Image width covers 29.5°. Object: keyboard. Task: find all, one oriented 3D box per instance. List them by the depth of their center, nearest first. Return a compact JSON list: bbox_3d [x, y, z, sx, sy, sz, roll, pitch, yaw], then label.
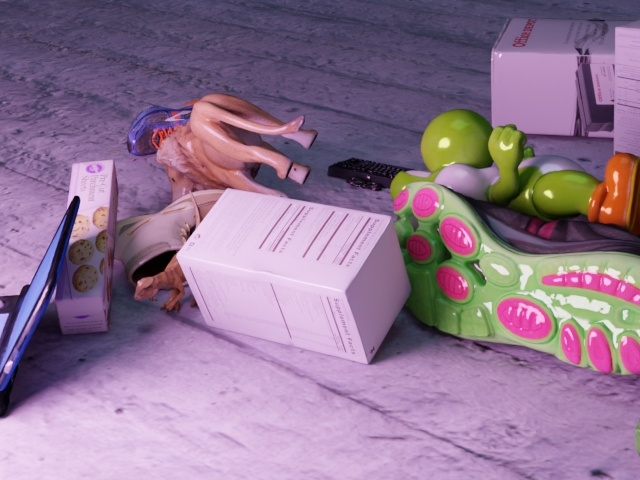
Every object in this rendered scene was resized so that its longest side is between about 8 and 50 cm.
[{"bbox_3d":[0.097,-0.111,2.053,0.180,0.023,0.108,13,28,35],"label":"keyboard"}]

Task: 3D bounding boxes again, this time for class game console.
[{"bbox_3d":[-0.423,0.076,1.490,0.250,0.173,0.293,-4,23,-3],"label":"game console"}]

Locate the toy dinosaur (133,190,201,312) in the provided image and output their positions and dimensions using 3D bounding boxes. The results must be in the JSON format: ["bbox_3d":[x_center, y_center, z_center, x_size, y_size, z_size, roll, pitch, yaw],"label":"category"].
[{"bbox_3d":[-0.180,0.034,1.627,0.064,0.112,0.211,6,32,15],"label":"toy dinosaur"}]

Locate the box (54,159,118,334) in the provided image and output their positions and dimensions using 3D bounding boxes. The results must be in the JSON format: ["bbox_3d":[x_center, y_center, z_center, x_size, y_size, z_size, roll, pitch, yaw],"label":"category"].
[{"bbox_3d":[-0.322,0.002,1.692,0.067,0.063,0.324,-4,37,-2],"label":"box"}]

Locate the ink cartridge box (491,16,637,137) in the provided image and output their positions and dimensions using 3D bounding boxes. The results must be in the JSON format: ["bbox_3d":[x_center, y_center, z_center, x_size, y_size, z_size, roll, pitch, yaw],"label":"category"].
[{"bbox_3d":[0.532,-0.308,2.277,0.395,0.166,0.285,5,24,15],"label":"ink cartridge box"}]

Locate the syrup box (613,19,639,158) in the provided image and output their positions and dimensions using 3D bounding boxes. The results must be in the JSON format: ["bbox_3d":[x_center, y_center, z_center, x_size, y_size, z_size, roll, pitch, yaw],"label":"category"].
[{"bbox_3d":[0.558,-0.247,2.042,0.093,0.236,0.096,-20,26,-34],"label":"syrup box"}]

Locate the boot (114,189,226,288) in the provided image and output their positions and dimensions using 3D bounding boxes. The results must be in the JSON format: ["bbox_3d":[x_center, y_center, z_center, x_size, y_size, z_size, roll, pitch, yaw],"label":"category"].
[{"bbox_3d":[-0.196,0.000,1.759,0.213,0.077,0.165,-18,26,-16],"label":"boot"}]

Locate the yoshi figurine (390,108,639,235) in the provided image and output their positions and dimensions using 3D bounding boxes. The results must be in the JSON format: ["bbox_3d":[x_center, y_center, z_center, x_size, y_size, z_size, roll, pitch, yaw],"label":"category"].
[{"bbox_3d":[0.273,-0.102,1.680,0.362,0.203,0.203,5,39,28],"label":"yoshi figurine"}]

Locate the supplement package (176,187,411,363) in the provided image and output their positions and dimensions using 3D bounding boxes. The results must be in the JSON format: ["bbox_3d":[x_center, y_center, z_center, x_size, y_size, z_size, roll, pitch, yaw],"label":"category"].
[{"bbox_3d":[-0.030,0.042,1.524,0.244,0.139,0.134,11,49,28],"label":"supplement package"}]

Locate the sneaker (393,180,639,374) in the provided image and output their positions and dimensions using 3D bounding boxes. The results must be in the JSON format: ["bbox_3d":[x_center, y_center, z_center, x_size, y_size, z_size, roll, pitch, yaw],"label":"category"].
[{"bbox_3d":[0.273,0.049,1.521,0.202,0.185,0.483,0,19,-44],"label":"sneaker"}]

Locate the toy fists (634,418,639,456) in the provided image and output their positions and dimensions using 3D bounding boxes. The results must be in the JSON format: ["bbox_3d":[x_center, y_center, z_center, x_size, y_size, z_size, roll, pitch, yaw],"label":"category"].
[{"bbox_3d":[0.459,0.191,1.216,0.279,0.096,0.142,-16,16,-25],"label":"toy fists"}]

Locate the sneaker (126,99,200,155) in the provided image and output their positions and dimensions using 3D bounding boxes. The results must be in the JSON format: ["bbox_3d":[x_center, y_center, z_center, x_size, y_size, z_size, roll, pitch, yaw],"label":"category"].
[{"bbox_3d":[-0.262,-0.206,2.254,0.221,0.083,0.087,-25,39,-34],"label":"sneaker"}]

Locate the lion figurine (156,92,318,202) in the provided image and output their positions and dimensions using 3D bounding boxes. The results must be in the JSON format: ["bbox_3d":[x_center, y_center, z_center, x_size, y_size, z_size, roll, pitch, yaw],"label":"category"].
[{"bbox_3d":[-0.138,-0.151,1.858,0.240,0.392,0.142,29,68,3],"label":"lion figurine"}]
